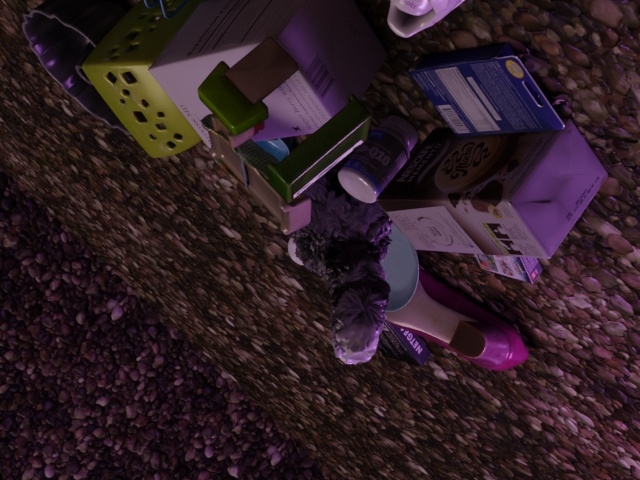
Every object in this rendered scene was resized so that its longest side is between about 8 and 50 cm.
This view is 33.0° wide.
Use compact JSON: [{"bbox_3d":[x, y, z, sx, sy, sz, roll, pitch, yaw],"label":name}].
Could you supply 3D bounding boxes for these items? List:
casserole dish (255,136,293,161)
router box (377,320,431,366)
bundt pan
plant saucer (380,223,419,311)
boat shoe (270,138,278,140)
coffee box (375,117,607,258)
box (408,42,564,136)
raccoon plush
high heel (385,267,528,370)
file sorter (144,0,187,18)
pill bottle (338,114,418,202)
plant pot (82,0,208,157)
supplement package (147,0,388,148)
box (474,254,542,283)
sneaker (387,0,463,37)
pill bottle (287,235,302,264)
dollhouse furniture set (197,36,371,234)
[{"bbox_3d":[-0.121,-0.219,2.083,0.188,0.037,0.114,39,159,1],"label":"casserole dish"},{"bbox_3d":[0.157,0.207,2.469,0.133,0.046,0.179,10,145,50],"label":"router box"},{"bbox_3d":[-0.432,-0.371,2.165,0.330,0.124,0.331,34,159,15],"label":"bundt pan"},{"bbox_3d":[0.130,0.041,2.106,0.195,0.037,0.195,15,110,45],"label":"plant saucer"},{"bbox_3d":[-0.063,-0.229,1.911,0.081,0.079,0.227,40,156,10],"label":"boat shoe"},{"bbox_3d":[0.245,-0.077,1.595,0.119,0.168,0.297,49,156,-25],"label":"coffee box"},{"bbox_3d":[0.238,-0.209,1.520,0.136,0.036,0.225,49,158,-26],"label":"box"},{"bbox_3d":[0.010,0.029,1.909,0.216,0.447,0.299,11,156,-2],"label":"raccoon plush"},{"bbox_3d":[0.239,0.145,2.158,0.181,0.127,0.377,17,-162,-49],"label":"high heel"},{"bbox_3d":[-0.291,-0.463,1.780,0.170,0.104,0.118,32,157,18],"label":"file sorter"},{"bbox_3d":[0.097,-0.135,1.760,0.078,0.137,0.078,32,158,14],"label":"pill bottle"},{"bbox_3d":[-0.231,-0.293,1.872,0.207,0.228,0.227,6,141,45],"label":"plant pot"},{"bbox_3d":[-0.082,-0.272,1.653,0.292,0.175,0.177,-3,135,44],"label":"supplement package"},{"bbox_3d":[0.290,-0.017,1.820,0.114,0.036,0.207,18,150,43],"label":"box"},{"bbox_3d":[0.155,-0.338,1.243,0.114,0.152,0.305,39,157,7],"label":"sneaker"},{"bbox_3d":[0.000,0.000,2.149,0.086,0.152,0.086,8,106,28],"label":"pill bottle"},{"bbox_3d":[-0.055,-0.151,1.570,0.197,0.151,0.301,47,169,10],"label":"dollhouse furniture set"}]
